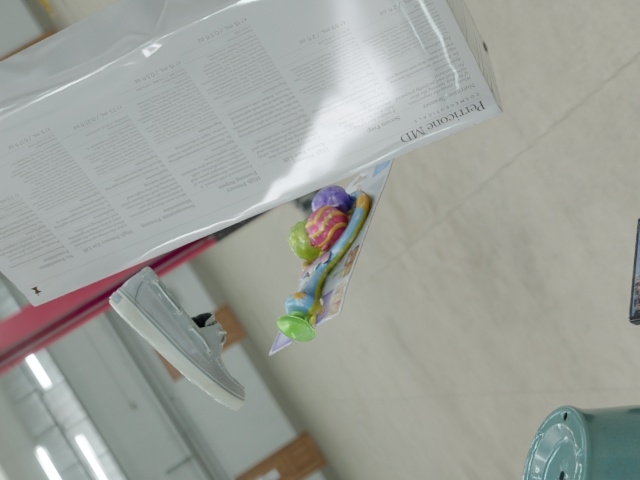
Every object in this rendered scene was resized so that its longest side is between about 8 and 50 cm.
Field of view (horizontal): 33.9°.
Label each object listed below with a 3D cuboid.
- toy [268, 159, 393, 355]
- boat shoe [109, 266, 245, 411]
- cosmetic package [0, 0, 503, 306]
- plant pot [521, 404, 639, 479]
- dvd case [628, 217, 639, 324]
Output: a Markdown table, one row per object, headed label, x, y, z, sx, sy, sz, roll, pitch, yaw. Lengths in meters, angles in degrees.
| label | x | y | z | sx | sy | sz | roll | pitch | yaw |
| --- | --- | --- | --- | --- | --- | --- | --- | --- | --- |
| toy | 0.000 | 0.000 | 1.136 | 0.056 | 0.237 | 0.137 | 32 | 141 | -19 |
| boat shoe | -0.157 | 0.122 | 1.300 | 0.227 | 0.081 | 0.079 | 47 | 169 | -25 |
| cosmetic package | -0.053 | -0.059 | 0.454 | 0.099 | 0.239 | 0.060 | 56 | -159 | -35 |
| plant pot | 0.409 | 0.332 | 1.358 | 0.255 | 0.271 | 0.272 | 15 | 176 | -10 |
| dvd case | 0.558 | 0.019 | 1.515 | 0.022 | 0.180 | 0.253 | 27 | 152 | -28 |
